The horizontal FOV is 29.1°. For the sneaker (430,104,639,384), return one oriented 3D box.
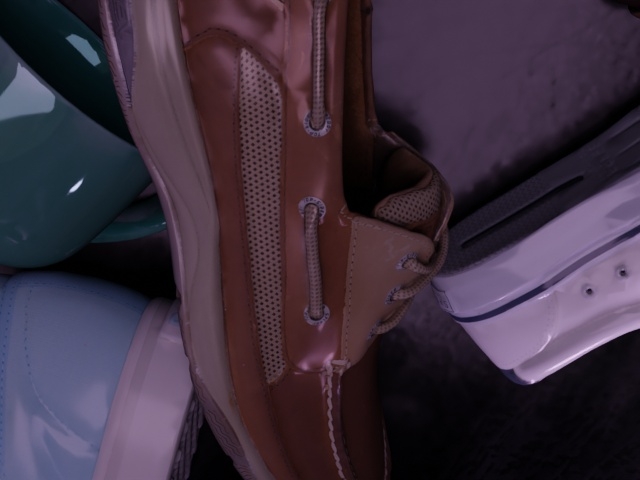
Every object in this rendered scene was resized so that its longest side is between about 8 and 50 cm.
[{"bbox_3d":[0.180,-0.017,0.599,0.258,0.094,0.091,-29,113,17],"label":"sneaker"}]

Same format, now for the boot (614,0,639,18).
[{"bbox_3d":[0.166,-0.223,0.531,0.206,0.090,0.248,22,108,-8],"label":"boot"}]

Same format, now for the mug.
[{"bbox_3d":[-0.136,-0.042,0.563,0.097,0.129,0.158,-43,101,12],"label":"mug"}]

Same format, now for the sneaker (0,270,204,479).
[{"bbox_3d":[-0.166,0.184,0.638,0.150,0.135,0.366,18,97,3],"label":"sneaker"}]

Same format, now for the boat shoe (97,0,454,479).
[{"bbox_3d":[0.000,0.000,0.554,0.116,0.123,0.324,-6,122,14],"label":"boat shoe"}]
